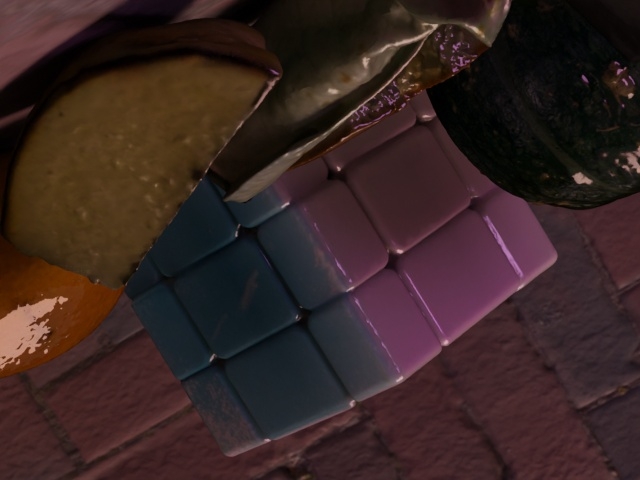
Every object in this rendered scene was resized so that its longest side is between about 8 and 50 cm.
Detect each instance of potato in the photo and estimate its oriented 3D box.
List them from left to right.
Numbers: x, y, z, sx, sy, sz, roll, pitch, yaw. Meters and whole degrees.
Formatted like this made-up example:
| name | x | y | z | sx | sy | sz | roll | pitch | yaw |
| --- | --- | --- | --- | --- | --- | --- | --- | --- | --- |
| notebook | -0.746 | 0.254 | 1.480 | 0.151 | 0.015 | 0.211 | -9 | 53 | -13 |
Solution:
| name | x | y | z | sx | sy | sz | roll | pitch | yaw |
| --- | --- | --- | --- | --- | --- | --- | --- | --- | --- |
| potato | -0.083 | -0.072 | 0.763 | 0.149 | 0.081 | 0.120 | -50 | -159 | 35 |

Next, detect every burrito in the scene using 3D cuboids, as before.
| name | x | y | z | sx | sy | sz | roll | pitch | yaw |
| --- | --- | --- | --- | --- | --- | --- | --- | --- | --- |
| burrito | 0.021 | -0.116 | 0.902 | 0.229 | 0.089 | 0.144 | -36 | -163 | 40 |

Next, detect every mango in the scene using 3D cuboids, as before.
| name | x | y | z | sx | sy | sz | roll | pitch | yaw |
| --- | --- | --- | --- | --- | --- | --- | --- | --- | --- |
| mango | -0.154 | 0.006 | 0.895 | 0.147 | 0.109 | 0.227 | -35 | -178 | 23 |

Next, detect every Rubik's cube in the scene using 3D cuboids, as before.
| name | x | y | z | sx | sy | sz | roll | pitch | yaw |
| --- | --- | --- | --- | --- | --- | --- | --- | --- | --- |
| Rubik's cube | 0.000 | 0.000 | 1.839 | 0.319 | 0.316 | 0.322 | -34 | -176 | -43 |

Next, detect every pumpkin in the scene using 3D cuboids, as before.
| name | x | y | z | sx | sy | sz | roll | pitch | yaw |
| --- | --- | --- | --- | --- | --- | --- | --- | --- | --- |
| pumpkin | 0.198 | -0.142 | 1.465 | 0.197 | 0.263 | 0.293 | -27 | 180 | 17 |

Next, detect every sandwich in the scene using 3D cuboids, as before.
| name | x | y | z | sx | sy | sz | roll | pitch | yaw |
| --- | --- | --- | --- | --- | --- | --- | --- | --- | --- |
| sandwich | 0.028 | -0.122 | 1.076 | 0.244 | 0.090 | 0.088 | -32 | -175 | -23 |

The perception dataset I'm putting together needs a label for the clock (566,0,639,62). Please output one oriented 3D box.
| name | x | y | z | sx | sy | sz | roll | pitch | yaw |
| --- | --- | --- | --- | --- | --- | --- | --- | --- | --- |
| clock | 0.269 | -0.232 | 0.810 | 0.386 | 0.076 | 0.386 | -41 | 180 | 0 |
